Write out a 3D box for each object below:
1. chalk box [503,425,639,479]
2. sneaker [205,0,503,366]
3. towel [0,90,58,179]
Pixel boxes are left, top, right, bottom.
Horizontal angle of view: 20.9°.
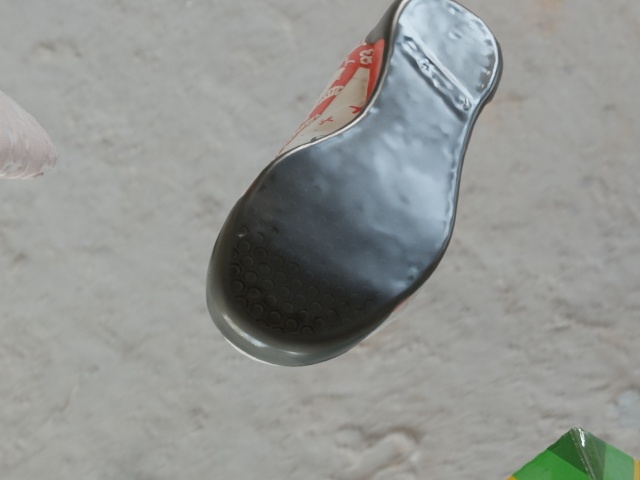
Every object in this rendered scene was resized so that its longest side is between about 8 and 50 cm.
[{"bbox_3d":[0.141,0.264,0.753,0.180,0.179,0.289,31,28,-37],"label":"chalk box"},{"bbox_3d":[0.001,0.000,0.837,0.090,0.145,0.270,33,43,-3],"label":"sneaker"},{"bbox_3d":[-0.332,-0.142,1.161,0.317,0.332,0.053,37,93,0],"label":"towel"}]
